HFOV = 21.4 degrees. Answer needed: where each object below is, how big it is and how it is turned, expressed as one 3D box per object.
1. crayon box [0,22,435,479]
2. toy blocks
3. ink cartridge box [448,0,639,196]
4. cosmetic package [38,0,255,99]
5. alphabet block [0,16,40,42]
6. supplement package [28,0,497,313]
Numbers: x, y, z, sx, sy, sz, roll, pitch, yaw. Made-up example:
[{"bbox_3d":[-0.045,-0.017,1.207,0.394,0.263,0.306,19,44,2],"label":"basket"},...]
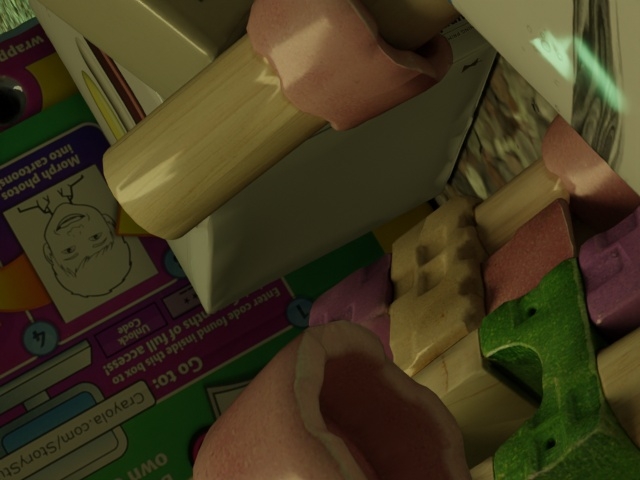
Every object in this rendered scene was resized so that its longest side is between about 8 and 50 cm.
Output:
[{"bbox_3d":[-0.117,0.041,0.954,0.313,0.363,0.106,59,167,10],"label":"crayon box"},{"bbox_3d":[0.111,0.046,0.519,0.309,0.260,0.289,41,-153,-25],"label":"toy blocks"},{"bbox_3d":[0.110,-0.073,0.346,0.191,0.139,0.082,53,163,33],"label":"ink cartridge box"},{"bbox_3d":[-0.119,-0.209,0.664,0.309,0.160,0.113,39,168,-1],"label":"cosmetic package"},{"bbox_3d":[-0.121,-0.044,1.175,0.192,0.193,0.197,54,166,34],"label":"alphabet block"},{"bbox_3d":[-0.040,-0.106,0.827,0.203,0.149,0.194,59,167,15],"label":"supplement package"}]
